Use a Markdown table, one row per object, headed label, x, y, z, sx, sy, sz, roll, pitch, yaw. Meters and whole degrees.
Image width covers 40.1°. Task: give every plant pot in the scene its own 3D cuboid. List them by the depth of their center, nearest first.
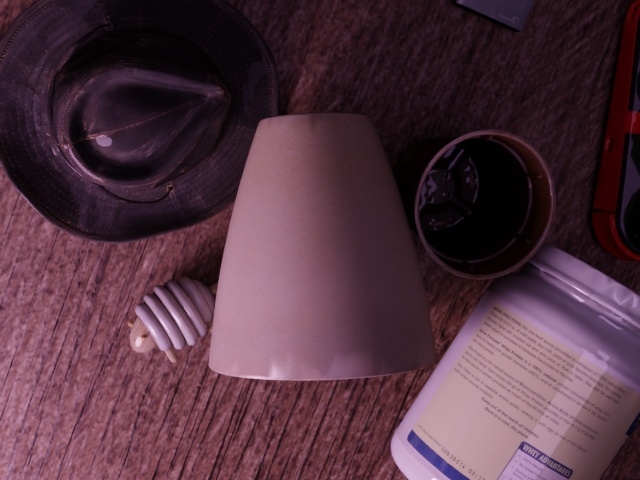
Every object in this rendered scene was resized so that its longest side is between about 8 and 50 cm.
| label | x | y | z | sx | sy | sz | roll | pitch | yaw |
| --- | --- | --- | --- | --- | --- | --- | --- | --- | --- |
| plant pot | 0.000 | 0.000 | 0.986 | 0.256 | 0.256 | 0.274 | -1 | 92 | -13 |
| plant pot | 0.164 | -0.055 | 1.038 | 0.167 | 0.165 | 0.167 | -3 | 103 | -13 |

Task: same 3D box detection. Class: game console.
| label | x | y | z | sx | sy | sz | roll | pitch | yaw |
| --- | --- | --- | --- | --- | --- | --- | --- | --- | --- |
| game console | 0.560 | -0.130 | 1.179 | 0.387 | 0.060 | 0.342 | 4 | 95 | -14 |

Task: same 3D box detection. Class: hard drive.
| label | x | y | z | sx | sy | sz | roll | pitch | yaw |
| --- | --- | --- | --- | --- | --- | --- | --- | --- | --- |
| hard drive | 0.227 | -0.335 | 1.069 | 0.094 | 0.022 | 0.135 | 19 | 97 | -16 |

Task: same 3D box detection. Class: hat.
| label | x | y | z | sx | sy | sz | roll | pitch | yaw |
| --- | --- | --- | --- | --- | --- | --- | --- | --- | --- |
| hat | -0.186 | -0.142 | 0.942 | 0.331 | 0.134 | 0.331 | -3 | 100 | -19 |

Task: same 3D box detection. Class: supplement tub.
| label | x | y | z | sx | sy | sz | roll | pitch | yaw |
| --- | --- | --- | --- | --- | --- | --- | --- | --- | --- |
| supplement tub | 0.262 | 0.187 | 1.073 | 0.235 | 0.235 | 0.325 | 31 | 93 | -17 |

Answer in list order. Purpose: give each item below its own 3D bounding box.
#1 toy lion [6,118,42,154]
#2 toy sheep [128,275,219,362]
| label | x | y | z | sx | sy | sz | roll | pitch | yaw |
| --- | --- | --- | --- | --- | --- | --- | --- | --- | --- |
| toy lion | -0.350 | -0.156 | 0.971 | 0.100 | 0.034 | 0.096 | 32 | 85 | -17 |
| toy sheep | -0.167 | 0.087 | 1.035 | 0.132 | 0.091 | 0.091 | -37 | 107 | -18 |
